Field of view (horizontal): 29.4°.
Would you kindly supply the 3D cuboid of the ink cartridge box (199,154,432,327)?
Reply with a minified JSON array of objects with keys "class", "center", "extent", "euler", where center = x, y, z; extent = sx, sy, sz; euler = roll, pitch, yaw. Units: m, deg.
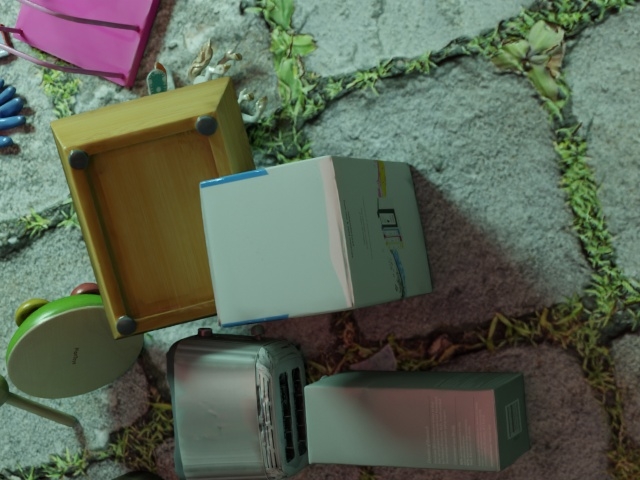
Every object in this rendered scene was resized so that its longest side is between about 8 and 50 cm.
[{"class":"ink cartridge box","center":[0.000,0.000,1.410],"extent":[0.171,0.233,0.168],"euler":[-10,87,25]}]

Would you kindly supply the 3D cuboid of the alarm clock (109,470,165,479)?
[{"class":"alarm clock","center":[-0.269,0.378,1.654],"extent":[0.192,0.064,0.129],"euler":[6,96,27]}]

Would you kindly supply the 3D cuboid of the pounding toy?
[{"class":"pounding toy","center":[-0.354,0.130,1.637],"extent":[0.237,0.183,0.110],"euler":[-47,49,23]}]

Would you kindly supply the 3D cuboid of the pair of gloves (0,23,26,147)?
[{"class":"pair of gloves","center":[-0.496,-0.221,1.740],"extent":[0.159,0.023,0.198],"euler":[-16,87,25]}]

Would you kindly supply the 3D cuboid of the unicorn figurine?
[{"class":"unicorn figurine","center":[-0.124,-0.167,1.557],"extent":[0.111,0.060,0.161],"euler":[-37,63,35]}]

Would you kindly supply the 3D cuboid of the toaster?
[{"class":"toaster","center":[-0.100,0.220,1.528],"extent":[0.147,0.129,0.226],"euler":[-4,90,23]}]

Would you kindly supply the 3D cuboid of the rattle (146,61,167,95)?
[{"class":"rattle","center":[-0.212,-0.112,1.593],"extent":[0.143,0.130,0.199],"euler":[34,80,8]}]

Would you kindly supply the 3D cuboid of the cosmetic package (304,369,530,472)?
[{"class":"cosmetic package","center":[0.111,0.208,1.431],"extent":[0.238,0.127,0.107],"euler":[-5,92,27]}]

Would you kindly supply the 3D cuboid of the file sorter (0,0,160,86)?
[{"class":"file sorter","center":[-0.325,-0.372,1.563],"extent":[0.202,0.182,0.290],"euler":[25,103,21]}]

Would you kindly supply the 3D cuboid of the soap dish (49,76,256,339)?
[{"class":"soap dish","center":[-0.183,-0.030,1.484],"extent":[0.229,0.118,0.290],"euler":[-14,105,1]}]
